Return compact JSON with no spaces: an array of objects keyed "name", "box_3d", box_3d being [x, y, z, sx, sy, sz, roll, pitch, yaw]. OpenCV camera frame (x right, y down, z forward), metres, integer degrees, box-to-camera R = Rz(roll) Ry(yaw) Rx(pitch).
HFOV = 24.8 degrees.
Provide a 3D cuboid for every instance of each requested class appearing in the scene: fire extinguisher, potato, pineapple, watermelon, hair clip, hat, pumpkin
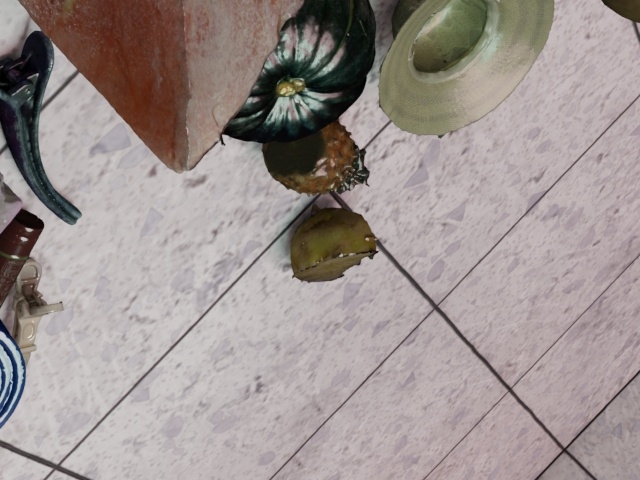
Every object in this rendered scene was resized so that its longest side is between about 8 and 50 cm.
[{"name":"fire extinguisher","box_3d":[-0.338,0.038,1.521,0.157,0.045,0.078,-59,170,19]},{"name":"potato","box_3d":[0.000,0.000,1.889,0.100,0.089,0.172,-11,171,-18]},{"name":"pineapple","box_3d":[0.009,-0.096,1.743,0.108,0.108,0.197,-52,156,9]},{"name":"watermelon","box_3d":[-0.150,-0.233,1.224,0.283,0.293,0.250,-25,127,21]},{"name":"hair clip","box_3d":[-0.334,0.128,1.603,0.034,0.072,0.226,-9,134,-43]},{"name":"hat","box_3d":[0.146,-0.251,1.717,0.252,0.110,0.252,-24,144,-19]},{"name":"hair clip","box_3d":[-0.283,-0.094,1.438,0.083,0.048,0.275,-36,154,-21]},{"name":"pumpkin","box_3d":[-0.051,-0.198,1.466,0.220,0.162,0.221,-12,138,-11]}]

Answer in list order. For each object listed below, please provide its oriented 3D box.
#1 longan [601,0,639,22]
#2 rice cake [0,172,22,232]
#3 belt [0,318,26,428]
[{"name":"longan","box_3d":[0.458,-0.392,1.835,0.246,0.215,0.246,22,90,-81]},{"name":"rice cake","box_3d":[-0.415,0.062,1.425,0.365,0.072,0.056,-51,148,4]},{"name":"belt","box_3d":[-0.450,0.119,1.314,0.346,0.117,0.212,-2,118,-32]}]
